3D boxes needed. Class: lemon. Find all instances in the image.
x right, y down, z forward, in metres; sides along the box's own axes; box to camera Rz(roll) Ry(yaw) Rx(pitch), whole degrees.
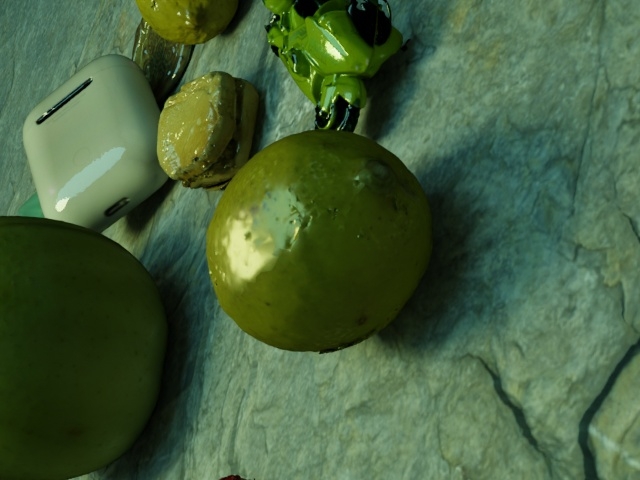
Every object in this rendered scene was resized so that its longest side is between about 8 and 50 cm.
[{"bbox_3d":[-0.245,-0.462,1.899,0.192,0.192,0.231,-49,45,30],"label":"lemon"},{"bbox_3d":[0.000,0.000,1.229,0.310,0.258,0.258,-42,42,46],"label":"lemon"}]

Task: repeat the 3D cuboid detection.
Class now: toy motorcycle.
[{"bbox_3d":[0.007,-0.295,1.483,0.206,0.142,0.342,-53,38,23],"label":"toy motorcycle"}]

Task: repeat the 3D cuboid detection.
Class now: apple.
[{"bbox_3d":[-0.487,0.175,1.720,0.474,0.474,0.473,-32,49,45],"label":"apple"}]

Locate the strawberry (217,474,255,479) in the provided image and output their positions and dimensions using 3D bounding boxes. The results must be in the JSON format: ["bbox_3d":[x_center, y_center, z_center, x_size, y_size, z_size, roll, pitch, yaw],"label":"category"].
[{"bbox_3d":[-0.120,0.375,1.367,0.145,0.086,0.145,-29,53,46],"label":"strawberry"}]

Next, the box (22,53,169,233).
[{"bbox_3d":[-0.432,-0.184,2.003,0.289,0.141,0.349,-36,51,13],"label":"box"}]

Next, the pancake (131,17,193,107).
[{"bbox_3d":[-0.330,-0.380,2.119,0.250,0.031,0.250,-21,62,48],"label":"pancake"}]

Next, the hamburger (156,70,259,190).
[{"bbox_3d":[-0.192,-0.186,1.750,0.214,0.108,0.213,-32,49,46],"label":"hamburger"}]

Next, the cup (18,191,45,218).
[{"bbox_3d":[-0.554,-0.067,2.215,0.236,0.148,0.134,-8,93,58],"label":"cup"}]
